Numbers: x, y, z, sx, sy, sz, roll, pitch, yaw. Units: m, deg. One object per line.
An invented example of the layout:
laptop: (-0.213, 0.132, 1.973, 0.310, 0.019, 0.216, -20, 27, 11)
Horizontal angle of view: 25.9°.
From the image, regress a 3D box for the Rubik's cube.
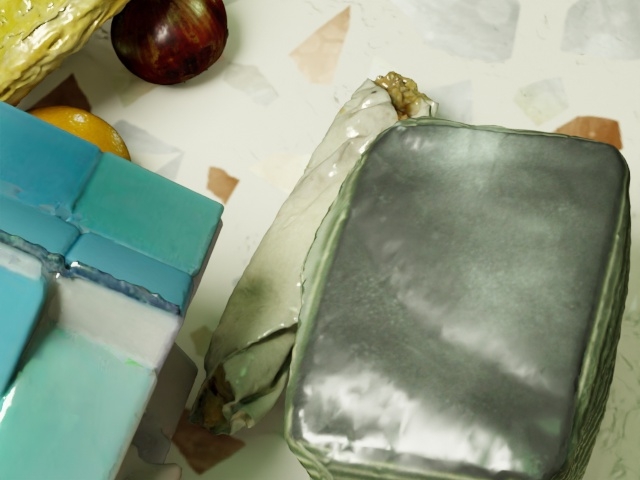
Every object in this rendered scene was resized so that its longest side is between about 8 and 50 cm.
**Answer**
Rubik's cube: (-0.275, 0.082, 1.052, 0.387, 0.368, 0.358, 25, 41, -5)

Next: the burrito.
burrito: (0.000, 0.000, 1.237, 0.117, 0.076, 0.392, -5, 49, 53)

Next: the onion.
onion: (-0.148, -0.207, 1.370, 0.117, 0.118, 0.118, -31, 59, 12)

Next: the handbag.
handbag: (0.109, 0.090, 1.093, 0.247, 0.240, 0.340, 8, 59, 14)

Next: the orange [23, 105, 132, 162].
orange: (-0.248, -0.050, 1.281, 0.156, 0.124, 0.156, -11, 42, 10)

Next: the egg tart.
egg tart: (-0.266, -0.229, 1.306, 0.123, 0.294, 0.294, 44, 67, -16)
